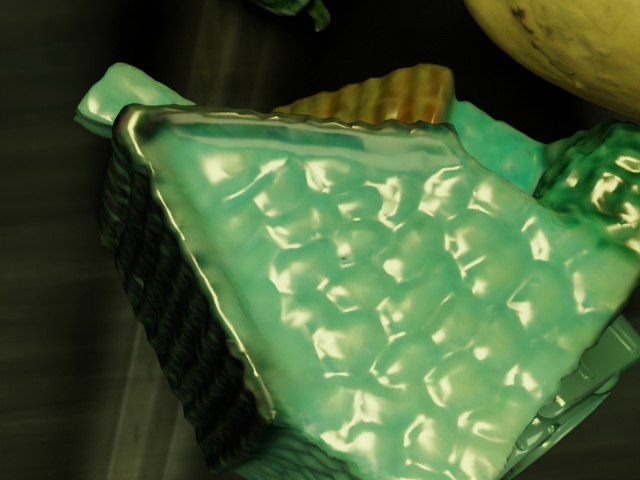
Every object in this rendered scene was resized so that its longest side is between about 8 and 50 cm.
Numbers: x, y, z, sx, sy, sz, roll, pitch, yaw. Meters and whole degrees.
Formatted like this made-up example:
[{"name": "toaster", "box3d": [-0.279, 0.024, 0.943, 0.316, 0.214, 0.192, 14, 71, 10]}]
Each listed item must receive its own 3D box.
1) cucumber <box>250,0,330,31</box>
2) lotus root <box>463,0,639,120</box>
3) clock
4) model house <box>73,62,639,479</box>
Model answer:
[{"name": "cucumber", "box3d": [-0.059, -0.170, 0.794, 0.056, 0.056, 0.250, -24, 130, 13]}, {"name": "lotus root", "box3d": [0.183, -0.121, 0.797, 0.310, 0.182, 0.183, 18, 128, -32]}, {"name": "clock", "box3d": [0.111, 0.100, 1.051, 0.108, 0.045, 0.147, -23, 159, -49]}, {"name": "model house", "box3d": [0.000, 0.000, 0.890, 0.241, 0.226, 0.261, 33, 164, -2]}]
